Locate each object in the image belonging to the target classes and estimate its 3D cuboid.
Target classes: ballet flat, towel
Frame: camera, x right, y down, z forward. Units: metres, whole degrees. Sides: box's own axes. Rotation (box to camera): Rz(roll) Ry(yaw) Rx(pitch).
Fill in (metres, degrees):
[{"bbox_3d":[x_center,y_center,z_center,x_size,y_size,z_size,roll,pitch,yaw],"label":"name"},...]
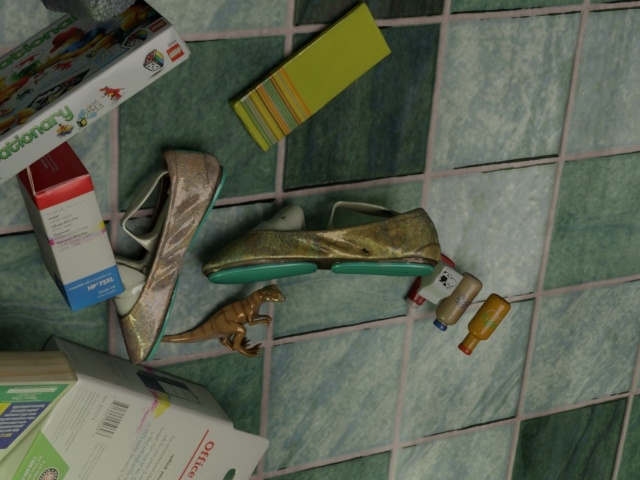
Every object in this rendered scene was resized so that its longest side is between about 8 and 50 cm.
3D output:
[{"bbox_3d":[-0.236,0.015,1.896,0.106,0.107,0.316,19,97,-26],"label":"ballet flat"},{"bbox_3d":[-0.013,-0.230,1.932,0.237,0.021,0.102,-39,133,-7],"label":"towel"},{"bbox_3d":[0.000,0.000,1.994,0.348,0.123,0.123,-2,118,-7],"label":"ballet flat"}]

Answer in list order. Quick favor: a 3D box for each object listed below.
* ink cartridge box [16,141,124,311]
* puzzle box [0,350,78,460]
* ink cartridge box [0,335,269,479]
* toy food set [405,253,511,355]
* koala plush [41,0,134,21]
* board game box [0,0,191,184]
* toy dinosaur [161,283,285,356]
[{"bbox_3d":[-0.334,-0.041,1.781,0.078,0.134,0.231,-22,124,-17],"label":"ink cartridge box"},{"bbox_3d":[-0.540,0.235,1.733,0.272,0.052,0.409,-44,151,27],"label":"puzzle box"},{"bbox_3d":[-0.273,0.297,2.005,0.353,0.119,0.207,25,101,-35],"label":"ink cartridge box"},{"bbox_3d":[0.172,0.078,2.139,0.232,0.111,0.104,31,99,-30],"label":"toy food set"},{"bbox_3d":[-0.274,-0.397,1.624,0.221,0.203,0.196,-47,130,-26],"label":"koala plush"},{"bbox_3d":[-0.325,-0.190,1.671,0.305,0.193,0.053,-36,127,-8],"label":"board game box"},{"bbox_3d":[-0.143,0.127,2.034,0.211,0.064,0.112,-28,119,6],"label":"toy dinosaur"}]
